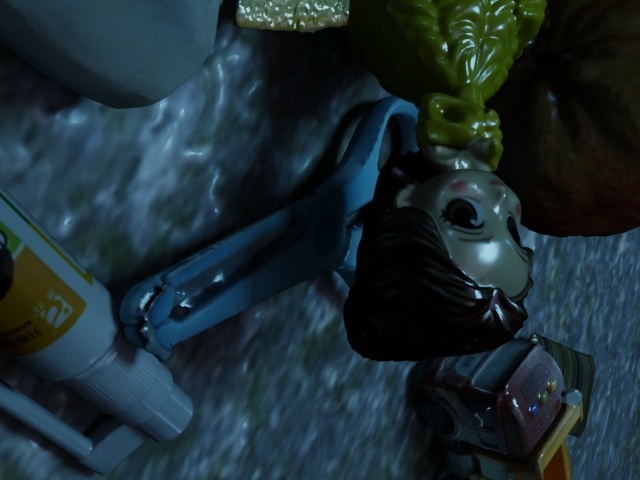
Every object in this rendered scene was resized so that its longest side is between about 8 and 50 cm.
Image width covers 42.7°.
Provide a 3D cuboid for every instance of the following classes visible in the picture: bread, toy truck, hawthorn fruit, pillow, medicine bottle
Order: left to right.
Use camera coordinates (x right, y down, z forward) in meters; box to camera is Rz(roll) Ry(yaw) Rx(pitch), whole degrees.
[{"bbox_3d":[-0.156,0.055,0.453,0.092,0.061,0.220,-41,130,-7],"label":"medicine bottle"},{"bbox_3d":[-0.033,-0.184,0.519,0.080,0.109,0.084,-6,118,-26],"label":"bread"},{"bbox_3d":[0.190,0.222,0.822,0.114,0.135,0.270,-40,125,-37],"label":"toy truck"},{"bbox_3d":[0.291,0.182,1.008,0.203,0.038,0.113,24,76,-50],"label":"pillow"},{"bbox_3d":[0.237,-0.116,0.742,0.258,0.258,0.261,-60,155,-23],"label":"hawthorn fruit"}]

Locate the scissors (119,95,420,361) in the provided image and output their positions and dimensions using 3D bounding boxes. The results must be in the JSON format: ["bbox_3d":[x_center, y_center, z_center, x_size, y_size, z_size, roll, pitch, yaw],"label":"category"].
[{"bbox_3d":[-0.001,0.000,0.604,0.393,0.032,0.180,-27,114,-53],"label":"scissors"}]

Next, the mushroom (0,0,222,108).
[{"bbox_3d":[-0.164,-0.183,0.368,0.329,0.122,0.159,30,38,-49],"label":"mushroom"}]

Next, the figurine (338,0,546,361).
[{"bbox_3d":[0.084,-0.079,0.542,0.187,0.168,0.315,40,44,-55],"label":"figurine"}]
